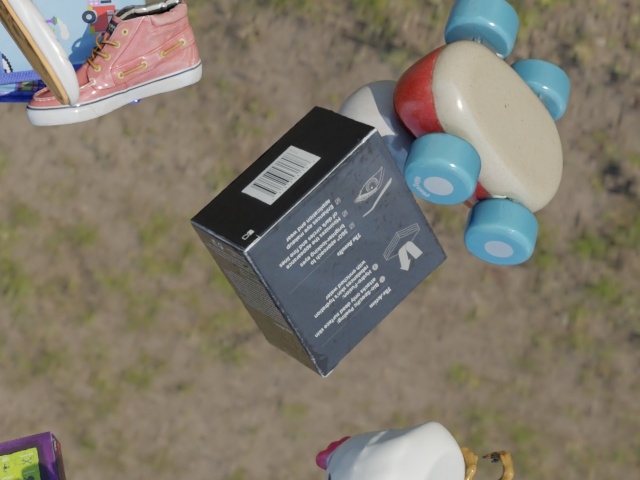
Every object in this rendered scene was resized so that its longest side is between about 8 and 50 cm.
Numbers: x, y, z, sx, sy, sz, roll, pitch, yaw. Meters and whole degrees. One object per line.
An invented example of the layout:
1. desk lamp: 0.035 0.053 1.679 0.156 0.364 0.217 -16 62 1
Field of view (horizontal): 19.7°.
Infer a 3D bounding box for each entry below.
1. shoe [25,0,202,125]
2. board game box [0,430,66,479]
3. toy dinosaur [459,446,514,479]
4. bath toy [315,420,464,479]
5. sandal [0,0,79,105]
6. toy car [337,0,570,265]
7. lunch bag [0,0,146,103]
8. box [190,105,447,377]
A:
1. shoe: -0.198 -0.169 1.724 0.063 0.178 0.081 34 139 57
2. board game box: -0.428 0.340 1.927 0.346 0.208 0.056 -14 150 1
3. toy dinosaur: 0.153 0.242 1.683 0.064 0.112 0.211 22 146 -29
4. bath toy: 0.089 0.283 1.601 0.129 0.151 0.348 12 145 36
5. sandal: -0.296 -0.211 1.516 0.265 0.076 0.102 56 165 1
6. toy car: 0.105 -0.100 1.889 0.238 0.219 0.210 -10 140 38
7. lunch bag: -0.328 -0.251 1.838 0.293 0.221 0.138 -4 169 -12
8. box: 0.000 0.000 1.558 0.093 0.156 0.158 26 153 50
